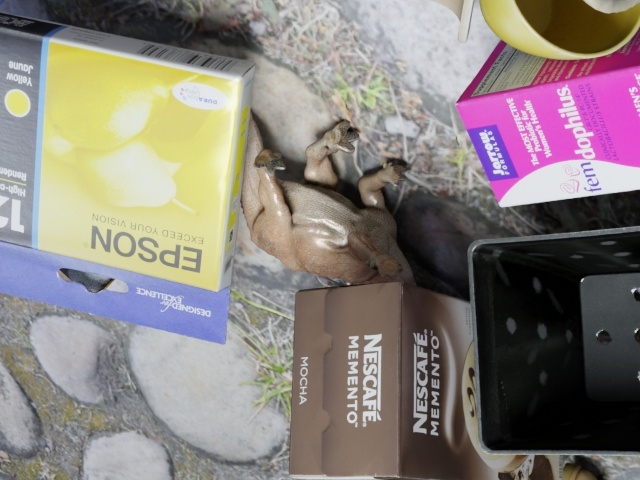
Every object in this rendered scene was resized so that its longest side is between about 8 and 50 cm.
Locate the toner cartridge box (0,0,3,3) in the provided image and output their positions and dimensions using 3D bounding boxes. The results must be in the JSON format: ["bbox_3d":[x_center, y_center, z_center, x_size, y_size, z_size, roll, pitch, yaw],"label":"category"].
[{"bbox_3d":[-0.455,-0.193,1.318,0.165,0.348,0.075,-4,124,35],"label":"toner cartridge box"}]

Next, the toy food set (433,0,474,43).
[{"bbox_3d":[0.002,-0.304,1.119,0.306,0.092,0.220,21,134,16],"label":"toy food set"}]

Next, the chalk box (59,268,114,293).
[{"bbox_3d":[-0.263,-0.070,1.455,0.213,0.132,0.132,43,137,-4],"label":"chalk box"}]

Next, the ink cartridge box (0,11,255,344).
[{"bbox_3d":[-0.227,-0.052,1.325,0.303,0.072,0.307,12,112,10],"label":"ink cartridge box"}]

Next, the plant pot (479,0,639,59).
[{"bbox_3d":[0.180,-0.202,1.080,0.134,0.134,0.095,49,159,-11],"label":"plant pot"}]

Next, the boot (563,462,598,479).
[{"bbox_3d":[0.381,0.344,1.423,0.269,0.089,0.236,10,140,26],"label":"boot"}]

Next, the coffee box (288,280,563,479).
[{"bbox_3d":[0.107,0.145,1.248,0.118,0.168,0.297,-7,165,36],"label":"coffee box"}]

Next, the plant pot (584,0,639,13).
[{"bbox_3d":[0.132,-0.364,0.859,0.305,0.334,0.334,34,137,21],"label":"plant pot"}]

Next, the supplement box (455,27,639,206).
[{"bbox_3d":[0.241,-0.112,1.113,0.220,0.114,0.111,-7,122,38],"label":"supplement box"}]

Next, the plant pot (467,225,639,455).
[{"bbox_3d":[0.257,0.087,1.199,0.188,0.167,0.188,-5,86,36],"label":"plant pot"}]

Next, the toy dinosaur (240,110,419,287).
[{"bbox_3d":[0.000,0.000,1.357,0.295,0.127,0.200,37,143,9],"label":"toy dinosaur"}]
